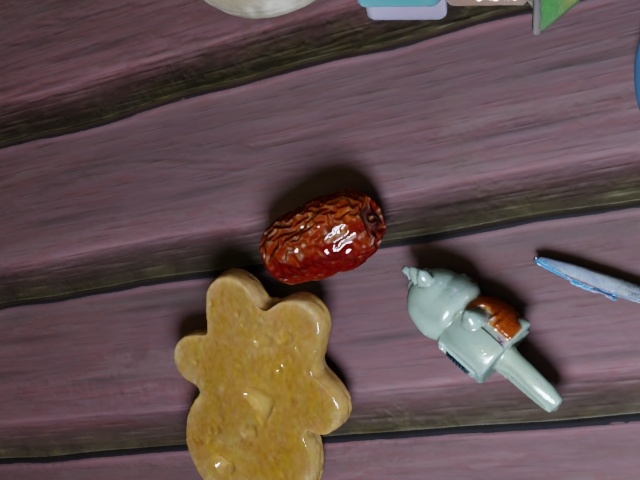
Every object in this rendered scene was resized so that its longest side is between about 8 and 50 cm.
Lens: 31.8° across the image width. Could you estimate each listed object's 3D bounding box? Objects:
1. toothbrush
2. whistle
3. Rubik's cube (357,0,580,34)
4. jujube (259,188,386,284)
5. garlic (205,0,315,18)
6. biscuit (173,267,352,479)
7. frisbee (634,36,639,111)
[{"bbox_3d":[0.433,0.087,1.266,0.413,0.035,0.042,19,85,25],"label":"toothbrush"},{"bbox_3d":[0.192,0.113,1.362,0.253,0.101,0.106,44,112,19],"label":"whistle"},{"bbox_3d":[0.178,-0.403,1.161,0.358,0.368,0.387,0,97,12],"label":"Rubik's cube"},{"bbox_3d":[0.000,0.000,1.443,0.176,0.112,0.109,-24,56,35],"label":"jujube"},{"bbox_3d":[-0.048,-0.391,1.405,0.338,0.151,0.196,-6,82,28],"label":"garlic"},{"bbox_3d":[-0.081,0.216,1.539,0.275,0.052,0.355,15,113,27],"label":"biscuit"},{"bbox_3d":[0.446,-0.207,1.149,0.289,0.049,0.289,-28,55,50],"label":"frisbee"}]
